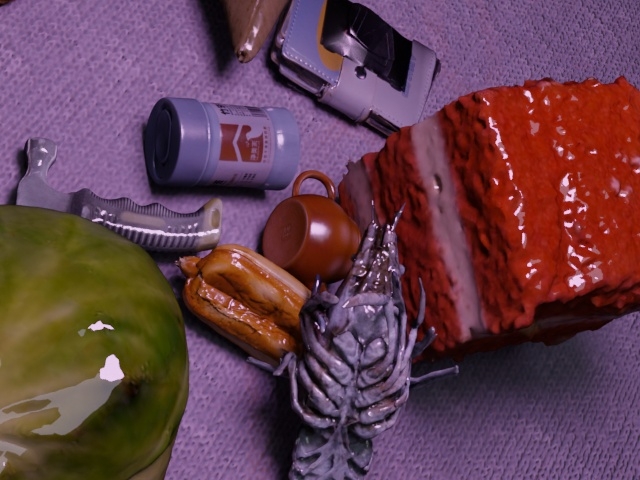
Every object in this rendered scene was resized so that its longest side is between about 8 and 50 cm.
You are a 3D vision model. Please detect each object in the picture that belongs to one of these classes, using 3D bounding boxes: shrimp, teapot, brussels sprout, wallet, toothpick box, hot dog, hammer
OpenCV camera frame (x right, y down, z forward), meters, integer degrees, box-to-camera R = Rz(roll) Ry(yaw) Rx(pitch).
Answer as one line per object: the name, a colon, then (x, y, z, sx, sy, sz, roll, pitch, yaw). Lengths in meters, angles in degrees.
shrimp: (0.026, 0.164, 1.504, 0.221, 0.166, 0.410, 12, 102, -5)
teapot: (0.000, 0.000, 1.647, 0.116, 0.116, 0.173, 11, 65, -26)
brussels sprout: (-0.275, 0.146, 1.310, 0.315, 0.276, 0.371, 28, 51, -11)
wallet: (0.048, -0.231, 1.806, 0.231, 0.069, 0.170, 29, 52, -18)
toothpick box: (-0.112, -0.110, 1.633, 0.153, 0.101, 0.101, 1, 68, -30)
hot dog: (-0.054, 0.082, 1.592, 0.249, 0.102, 0.076, 35, 14, -15)
hammer: (-0.219, -0.022, 1.551, 0.226, 0.041, 0.159, 8, 66, -18)

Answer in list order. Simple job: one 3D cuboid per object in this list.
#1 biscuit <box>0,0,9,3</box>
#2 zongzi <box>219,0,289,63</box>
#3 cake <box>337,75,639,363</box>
biscuit: (-0.467, -0.406, 1.585, 0.351, 0.057, 0.312, -6, 71, -34)
zongzi: (-0.193, -0.515, 1.696, 0.500, 0.218, 0.467, 31, 56, -15)
cake: (0.216, -0.010, 1.649, 0.269, 0.319, 0.270, -5, 76, -35)
